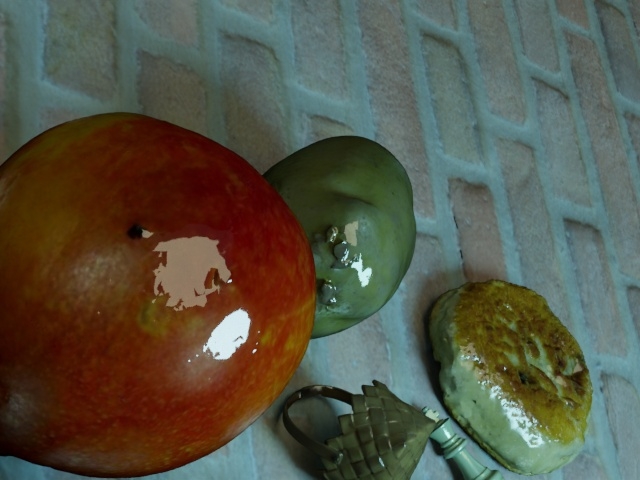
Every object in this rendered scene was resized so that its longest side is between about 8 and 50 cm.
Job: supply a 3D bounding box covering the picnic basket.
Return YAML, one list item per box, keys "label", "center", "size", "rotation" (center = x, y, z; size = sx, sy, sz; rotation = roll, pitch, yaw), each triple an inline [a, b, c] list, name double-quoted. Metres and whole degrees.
- label: "picnic basket"
  center: [0.038, 0.235, 1.498]
  size: [0.178, 0.138, 0.128]
  rotation: [32, 29, 23]

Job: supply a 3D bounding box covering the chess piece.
- label: "chess piece"
  center: [0.189, 0.288, 1.657]
  size: [0.149, 0.059, 0.059]
  rotation: [54, 42, 4]

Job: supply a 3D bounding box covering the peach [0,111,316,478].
- label: "peach"
  center: [-0.200, 0.066, 1.223]
  size: [0.388, 0.388, 0.388]
  rotation: [23, 52, -32]

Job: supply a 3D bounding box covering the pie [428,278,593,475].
- label: "pie"
  center: [0.293, 0.190, 1.790]
  size: [0.315, 0.092, 0.315]
  rotation: [23, 50, -30]

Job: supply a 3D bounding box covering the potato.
- label: "potato"
  center: [0.000, 0.000, 1.510]
  size: [0.221, 0.243, 0.326]
  rotation: [51, 29, -13]
